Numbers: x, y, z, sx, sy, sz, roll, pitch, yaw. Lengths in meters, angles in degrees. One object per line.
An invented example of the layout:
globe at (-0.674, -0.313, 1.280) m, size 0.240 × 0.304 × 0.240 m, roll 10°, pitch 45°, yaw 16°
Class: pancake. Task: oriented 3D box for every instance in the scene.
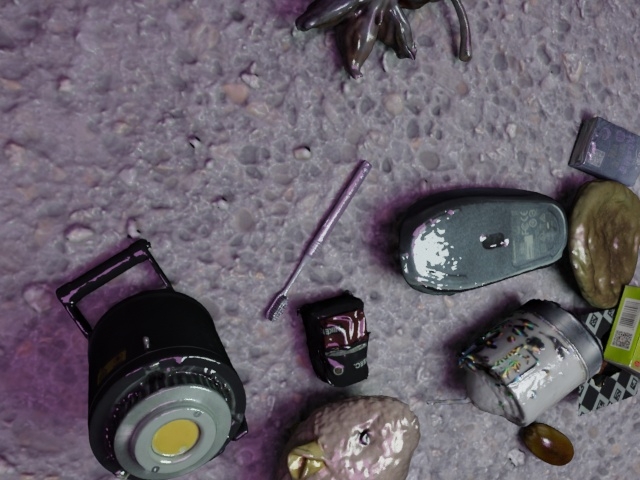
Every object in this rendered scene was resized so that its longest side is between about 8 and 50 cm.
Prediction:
pancake at (0.619, 0.001, 0.993) m, size 0.295 × 0.050 × 0.294 m, roll -3°, pitch 96°, yaw -31°

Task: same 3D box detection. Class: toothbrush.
toothbrush at (0.000, 0.000, 0.862) m, size 0.024 × 0.029 × 0.353 m, roll 35°, pitch 84°, yaw -28°

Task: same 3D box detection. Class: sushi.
sushi at (0.631, 0.257, 1.037) m, size 0.232 × 0.047 × 0.219 m, roll -3°, pitch 95°, yaw -28°

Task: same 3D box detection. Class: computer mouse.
computer mouse at (0.306, -0.001, 0.903) m, size 0.375 × 0.114 × 0.203 m, roll -7°, pitch 98°, yaw -15°

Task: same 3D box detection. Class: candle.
candle at (0.372, 0.261, 0.908) m, size 0.330 × 0.187 × 0.187 m, roll -32°, pitch 101°, yaw -9°

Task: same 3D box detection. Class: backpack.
backpack at (0.036, 0.186, 0.846) m, size 0.120 × 0.106 × 0.165 m, roll -17°, pitch 95°, yaw -18°

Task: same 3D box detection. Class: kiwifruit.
kiwifruit at (0.503, 0.449, 1.013) m, size 0.125 × 0.075 × 0.075 m, roll 35°, pitch 84°, yaw -19°

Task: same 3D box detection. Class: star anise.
star anise at (0.096, -0.426, 0.821) m, size 0.316 × 0.139 × 0.359 m, roll -31°, pitch 117°, yaw -4°

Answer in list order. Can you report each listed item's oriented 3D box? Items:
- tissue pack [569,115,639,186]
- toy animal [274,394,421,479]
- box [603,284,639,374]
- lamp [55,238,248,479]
tissue pack at (0.637, -0.192, 1.015) m, size 0.157 × 0.051 × 0.112 m, roll 17°, pitch 92°, yaw -16°
toy animal at (0.029, 0.434, 0.821) m, size 0.227 × 0.188 × 0.357 m, roll 15°, pitch 91°, yaw -5°
box at (0.755, 0.228, 1.039) m, size 0.261 × 0.062 × 0.175 m, roll 26°, pitch 82°, yaw -28°
lamp at (-0.239, 0.200, 0.685) m, size 0.205 × 0.272 × 0.373 m, roll -33°, pitch 101°, yaw -13°
